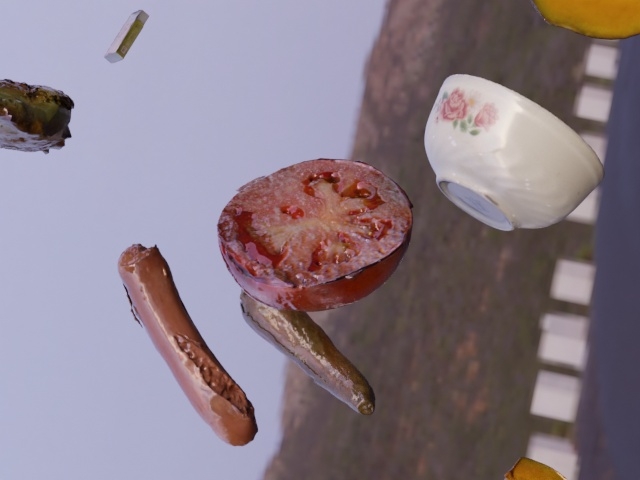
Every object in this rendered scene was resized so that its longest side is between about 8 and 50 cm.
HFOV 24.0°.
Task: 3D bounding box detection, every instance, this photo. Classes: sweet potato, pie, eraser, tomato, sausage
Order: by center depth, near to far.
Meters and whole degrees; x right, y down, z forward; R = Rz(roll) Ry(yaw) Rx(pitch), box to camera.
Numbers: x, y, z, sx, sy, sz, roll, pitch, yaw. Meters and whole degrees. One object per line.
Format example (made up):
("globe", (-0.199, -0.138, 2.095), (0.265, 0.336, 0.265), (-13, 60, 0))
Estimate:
("tomato", (-0.001, 0.003, 1.676), (0.225, 0.225, 0.085), (-68, -26, -47))
("sausage", (-0.172, 0.140, 1.944), (0.304, 0.078, 0.078), (60, -162, -7))
("pie", (-0.471, -0.189, 2.008), (0.355, 0.288, 0.103), (-176, 104, -75))
("eraser", (-0.281, -0.295, 2.182), (0.038, 0.019, 0.083), (-11, 45, 54))
("sweet potato", (-0.015, 0.159, 2.186), (0.075, 0.273, 0.075), (-40, -22, -19))

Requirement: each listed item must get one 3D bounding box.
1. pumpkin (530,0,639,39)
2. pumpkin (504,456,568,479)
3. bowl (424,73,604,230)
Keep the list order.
("pumpkin", (0.251, -0.261, 1.347), (0.149, 0.254, 0.130), (-45, 23, 17))
("pumpkin", (0.204, 0.372, 1.668), (0.278, 0.163, 0.111), (-26, -33, -44))
("bowl", (0.263, -0.108, 2.203), (0.145, 0.277, 0.277), (-56, -15, -11))
